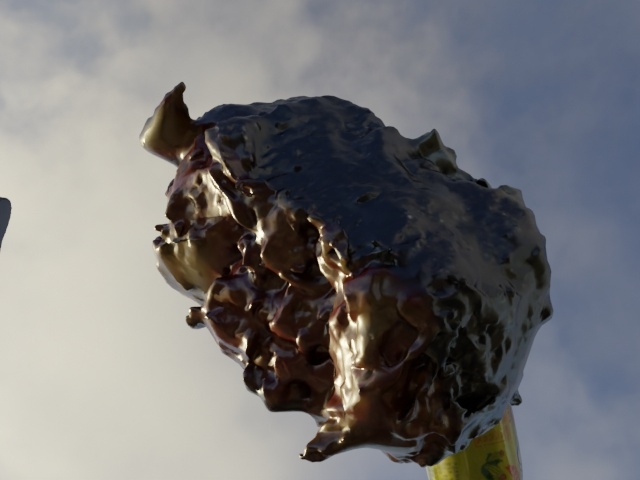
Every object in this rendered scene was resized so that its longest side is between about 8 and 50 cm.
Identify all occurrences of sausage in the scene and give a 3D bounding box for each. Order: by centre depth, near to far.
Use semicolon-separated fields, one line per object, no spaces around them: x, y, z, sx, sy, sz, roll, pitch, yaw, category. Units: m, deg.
0.182;0.209;0.952;0.123;0.123;0.346;-14;-98;22;sausage

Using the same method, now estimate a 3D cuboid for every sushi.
0.000;0.000;0.538;0.343;0.182;0.196;35;-62;36;sushi

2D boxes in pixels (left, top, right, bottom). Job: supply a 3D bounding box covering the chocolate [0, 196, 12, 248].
-0.419;0.006;0.809;0.080;0.125;0.148;31;-63;3;chocolate
